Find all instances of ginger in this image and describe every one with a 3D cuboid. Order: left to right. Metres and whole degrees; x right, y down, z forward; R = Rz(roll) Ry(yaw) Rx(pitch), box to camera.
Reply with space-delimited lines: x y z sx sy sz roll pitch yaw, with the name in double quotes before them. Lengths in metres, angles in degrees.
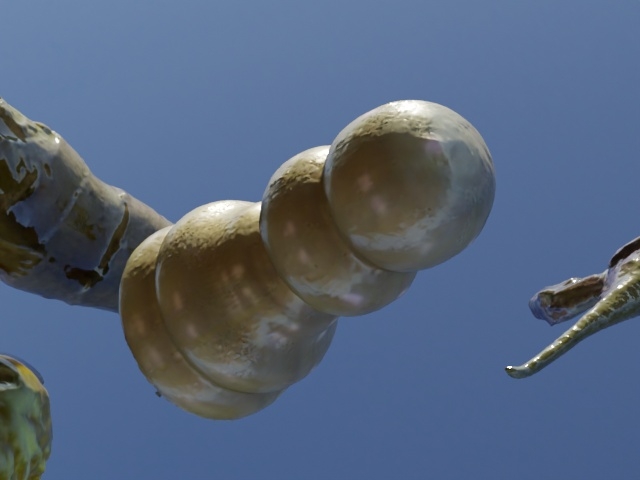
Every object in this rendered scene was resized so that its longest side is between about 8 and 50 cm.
"ginger" -0.215 -0.018 1.402 0.109 0.263 0.116 -13 -125 39

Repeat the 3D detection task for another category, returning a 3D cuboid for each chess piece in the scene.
"chess piece" 0.000 0.000 1.112 0.261 0.143 0.142 -36 -133 40

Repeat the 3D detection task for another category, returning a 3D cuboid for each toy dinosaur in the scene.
"toy dinosaur" 0.245 0.050 1.437 0.200 0.072 0.251 -22 -164 9

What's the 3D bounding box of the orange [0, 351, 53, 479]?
"orange" -0.330 0.160 1.215 0.271 0.369 0.210 -13 -103 25
